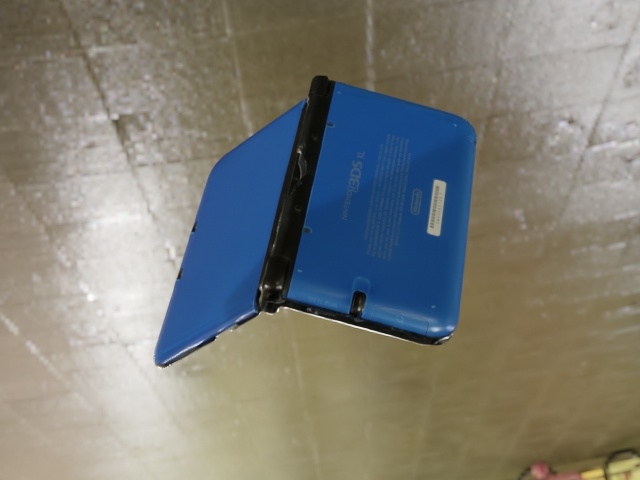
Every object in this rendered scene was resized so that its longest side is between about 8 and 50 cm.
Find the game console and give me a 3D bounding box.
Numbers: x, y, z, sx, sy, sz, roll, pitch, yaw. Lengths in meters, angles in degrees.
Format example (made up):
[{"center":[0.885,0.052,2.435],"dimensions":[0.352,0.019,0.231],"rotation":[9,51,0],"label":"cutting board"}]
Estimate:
[{"center":[0.000,0.000,1.219],"dimensions":[0.250,0.293,0.173],"rotation":[15,137,-4],"label":"game console"}]
